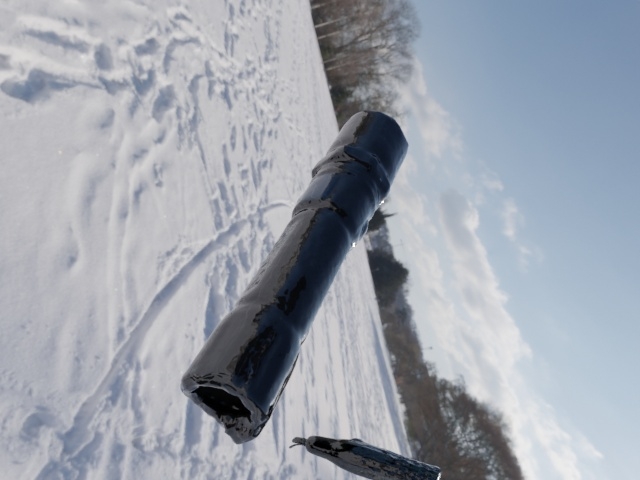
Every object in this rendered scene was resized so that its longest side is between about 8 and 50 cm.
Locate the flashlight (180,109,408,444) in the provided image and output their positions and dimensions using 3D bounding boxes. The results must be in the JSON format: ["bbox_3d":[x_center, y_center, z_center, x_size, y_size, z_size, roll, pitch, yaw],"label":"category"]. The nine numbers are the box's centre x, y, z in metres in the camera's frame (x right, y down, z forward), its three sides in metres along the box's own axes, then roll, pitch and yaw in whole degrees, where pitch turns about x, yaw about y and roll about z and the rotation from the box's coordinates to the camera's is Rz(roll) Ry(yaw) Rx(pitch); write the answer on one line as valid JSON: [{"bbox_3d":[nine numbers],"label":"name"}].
[{"bbox_3d":[0.000,0.000,0.487,0.424,0.103,0.103,-61,145,-41],"label":"flashlight"}]

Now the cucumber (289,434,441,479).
[{"bbox_3d":[0.046,0.235,0.496,0.039,0.163,0.043,-62,164,-45],"label":"cucumber"}]
